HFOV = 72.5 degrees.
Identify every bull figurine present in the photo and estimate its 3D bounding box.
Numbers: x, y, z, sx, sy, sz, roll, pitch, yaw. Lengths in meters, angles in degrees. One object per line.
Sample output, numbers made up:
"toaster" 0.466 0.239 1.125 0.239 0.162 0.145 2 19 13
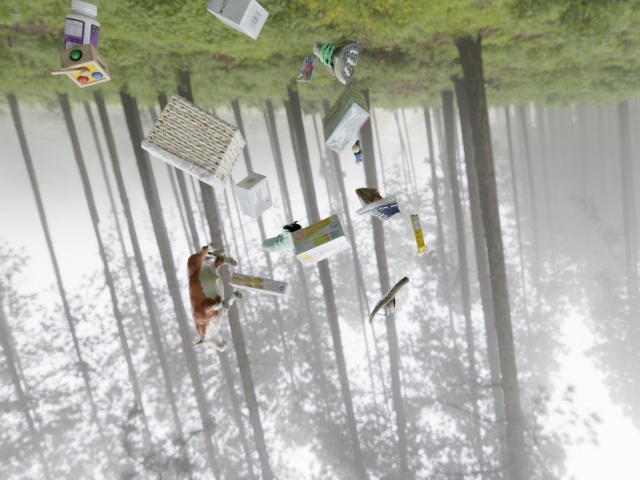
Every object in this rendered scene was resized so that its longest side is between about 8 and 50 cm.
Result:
"bull figurine" -0.314 0.160 1.256 0.188 0.310 0.101 -32 158 33

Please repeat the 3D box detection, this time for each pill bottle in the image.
"pill bottle" -0.848 -0.740 1.554 0.108 0.193 0.108 12 -168 -3

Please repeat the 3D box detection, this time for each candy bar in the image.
"candy bar" 0.386 -0.028 1.725 0.040 0.161 0.018 -14 -179 -4

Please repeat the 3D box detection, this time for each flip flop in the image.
"flip flop" 0.303 0.272 1.898 0.277 0.080 0.112 -51 175 17

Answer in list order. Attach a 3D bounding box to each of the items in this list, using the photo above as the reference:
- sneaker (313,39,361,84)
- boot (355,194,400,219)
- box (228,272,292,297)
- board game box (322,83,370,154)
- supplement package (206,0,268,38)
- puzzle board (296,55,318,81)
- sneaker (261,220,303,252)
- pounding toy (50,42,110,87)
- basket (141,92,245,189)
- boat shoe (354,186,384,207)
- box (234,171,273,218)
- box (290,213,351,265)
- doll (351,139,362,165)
"sneaker" 0.050 -0.707 1.697 0.182 0.158 0.410 19 -163 -1
"boot" 0.244 -0.121 1.826 0.190 0.086 0.069 -22 178 -12
"box" -0.299 0.219 2.155 0.324 0.067 0.063 9 160 24
"board game box" 0.109 -0.560 1.988 0.224 0.098 0.303 -49 -156 28
"supplement package" -0.297 -0.823 1.567 0.179 0.105 0.105 35 -168 24
"puzzle board" -0.065 -0.832 2.109 0.096 0.128 0.011 20 180 39
"sneaker" -0.183 -0.025 2.087 0.256 0.151 0.094 -7 -130 17
"pounding toy" -0.803 -0.578 1.461 0.130 0.100 0.141 -15 168 0
"basket" -0.526 -0.409 1.890 0.331 0.266 0.328 29 179 -4
"boat shoe" 0.280 -0.235 2.438 0.117 0.123 0.324 -29 -155 2
"box" -0.308 -0.210 2.039 0.091 0.170 0.130 21 -132 29
"box" 0.000 0.000 1.707 0.203 0.114 0.103 -24 147 8
"doll" 0.181 -0.423 2.123 0.046 0.128 0.189 -1 174 10
